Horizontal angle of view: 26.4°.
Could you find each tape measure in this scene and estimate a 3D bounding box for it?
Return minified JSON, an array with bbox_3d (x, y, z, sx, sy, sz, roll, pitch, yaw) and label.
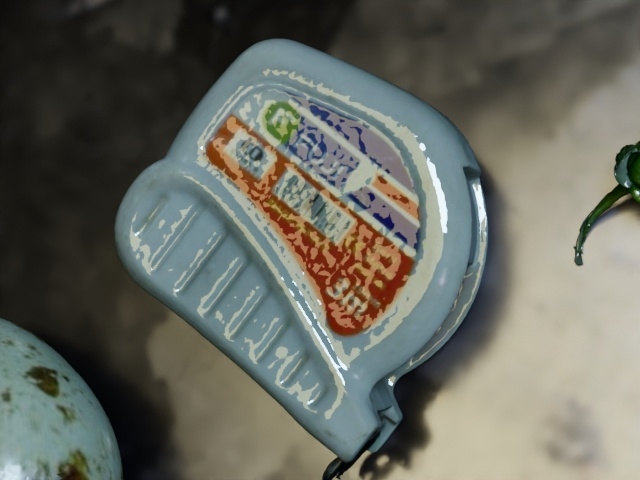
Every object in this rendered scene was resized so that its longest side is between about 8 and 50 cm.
[{"bbox_3d":[-0.001,0.001,0.958,0.243,0.125,0.246,40,95,13],"label":"tape measure"}]

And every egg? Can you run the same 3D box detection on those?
[{"bbox_3d":[-0.232,0.155,0.974,0.169,0.169,0.231,-31,59,9],"label":"egg"}]

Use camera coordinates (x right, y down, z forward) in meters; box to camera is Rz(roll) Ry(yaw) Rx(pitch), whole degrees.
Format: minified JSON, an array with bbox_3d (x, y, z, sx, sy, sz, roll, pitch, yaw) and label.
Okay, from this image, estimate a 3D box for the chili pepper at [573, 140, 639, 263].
[{"bbox_3d":[0.278,-0.061,0.875,0.279,0.065,0.122,-8,101,42],"label":"chili pepper"}]
